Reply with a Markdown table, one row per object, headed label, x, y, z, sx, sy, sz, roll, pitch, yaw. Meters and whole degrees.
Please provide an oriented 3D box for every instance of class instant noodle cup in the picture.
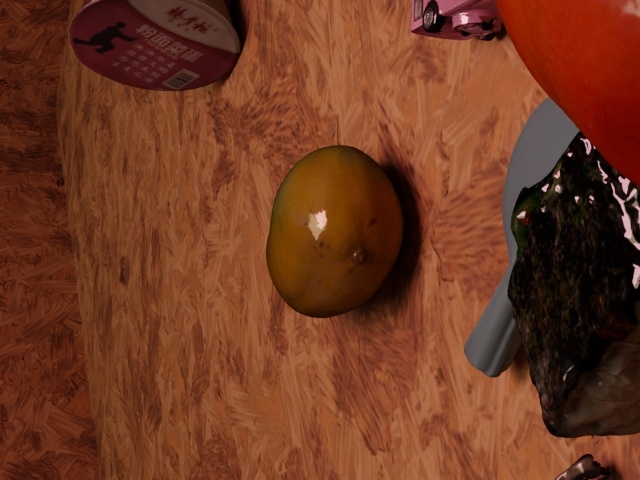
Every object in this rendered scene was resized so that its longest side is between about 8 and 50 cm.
| label | x | y | z | sx | sy | sz | roll | pitch | yaw |
| --- | --- | --- | --- | --- | --- | --- | --- | --- | --- |
| instant noodle cup | -0.226 | -0.344 | 1.572 | 0.235 | 0.234 | 0.178 | 129 | 145 | -59 |

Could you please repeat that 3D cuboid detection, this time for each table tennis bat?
| label | x | y | z | sx | sy | sz | roll | pitch | yaw |
| --- | --- | --- | --- | --- | --- | --- | --- | --- | --- |
| table tennis bat | 0.159 | 0.004 | 0.791 | 0.149 | 0.038 | 0.237 | -116 | 37 | -47 |

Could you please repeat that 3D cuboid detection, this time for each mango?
| label | x | y | z | sx | sy | sz | roll | pitch | yaw |
| --- | --- | --- | --- | --- | --- | --- | --- | --- | --- |
| mango | 0.000 | 0.000 | 1.097 | 0.251 | 0.114 | 0.156 | 140 | 120 | -63 |

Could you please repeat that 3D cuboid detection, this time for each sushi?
| label | x | y | z | sx | sy | sz | roll | pitch | yaw |
| --- | --- | --- | --- | --- | --- | --- | --- | --- | --- |
| sushi | 0.181 | 0.007 | 0.605 | 0.225 | 0.124 | 0.127 | 106 | 155 | -49 |

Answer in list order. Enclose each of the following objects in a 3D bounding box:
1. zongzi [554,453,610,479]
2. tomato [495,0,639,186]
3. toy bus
| label | x | y | z | sx | sy | sz | roll | pitch | yaw |
| --- | --- | --- | --- | --- | --- | --- | --- | --- | --- |
| zongzi | 0.052 | 0.331 | 0.882 | 0.418 | 0.181 | 0.447 | -152 | 67 | -67 |
| tomato | 0.186 | -0.104 | 0.425 | 0.260 | 0.259 | 0.180 | -124 | 35 | -56 |
| toy bus | 0.133 | -0.202 | 0.823 | 0.203 | 0.063 | 0.090 | 169 | 104 | -67 |
